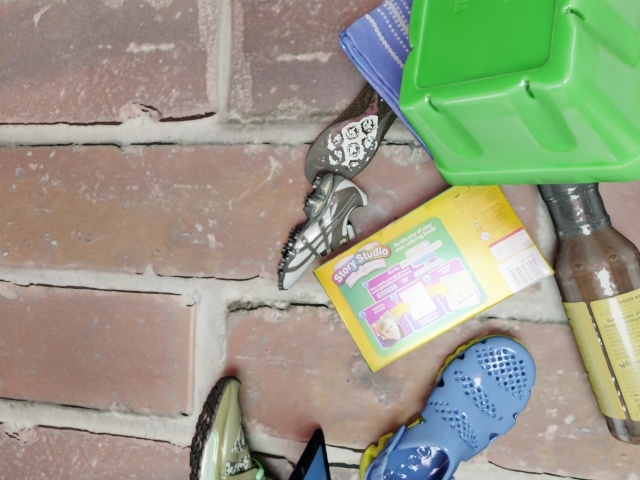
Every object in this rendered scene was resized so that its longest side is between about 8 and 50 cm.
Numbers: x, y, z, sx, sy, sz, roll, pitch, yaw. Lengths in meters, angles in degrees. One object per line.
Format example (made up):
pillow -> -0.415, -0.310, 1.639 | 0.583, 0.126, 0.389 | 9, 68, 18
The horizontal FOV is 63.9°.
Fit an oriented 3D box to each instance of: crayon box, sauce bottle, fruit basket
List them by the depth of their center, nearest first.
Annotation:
fruit basket -> 0.288, -0.236, 0.582 | 0.283, 0.392, 0.392 | 4, 91, 43
sauce bottle -> 0.371, 0.076, 0.658 | 0.111, 0.111, 0.344 | -17, 88, 11
crayon box -> 0.150, 0.041, 0.718 | 0.278, 0.081, 0.165 | -31, 84, 10

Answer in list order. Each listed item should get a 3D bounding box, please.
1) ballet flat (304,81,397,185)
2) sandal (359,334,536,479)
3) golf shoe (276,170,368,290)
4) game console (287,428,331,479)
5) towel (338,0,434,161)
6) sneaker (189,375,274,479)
ballet flat -> 0.066, -0.179, 0.753 | 0.084, 0.058, 0.250 | 35, 103, -7
sandal -> 0.172, 0.263, 0.690 | 0.126, 0.138, 0.317 | 39, 96, 11
golf shoe -> 0.000, 0.000, 0.751 | 0.094, 0.077, 0.198 | 22, 112, -11
game console -> 0.052, 0.406, 0.634 | 0.250, 0.293, 0.173 | 22, 95, 10
towel -> 0.220, -0.276, 0.682 | 0.336, 0.040, 0.243 | -38, 87, -4
sneaker -> -0.098, 0.405, 0.771 | 0.182, 0.158, 0.410 | -2, 88, -19
